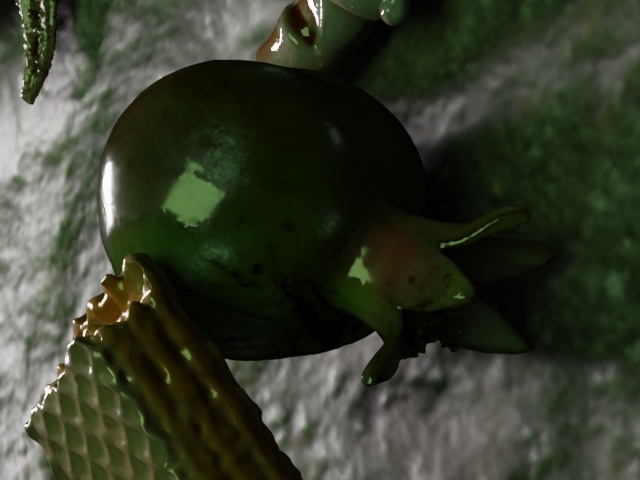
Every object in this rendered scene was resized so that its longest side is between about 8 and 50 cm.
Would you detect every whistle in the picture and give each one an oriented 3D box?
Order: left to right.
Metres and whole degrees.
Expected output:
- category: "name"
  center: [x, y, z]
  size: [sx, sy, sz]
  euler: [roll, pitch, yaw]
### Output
- category: "whistle"
  center: [0.040, -0.142, 0.847]
  size: [0.220, 0.057, 0.107]
  euler: [-52, 50, 37]

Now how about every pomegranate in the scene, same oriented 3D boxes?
- category: "pomegranate"
  center: [0.000, 0.000, 0.818]
  size: [0.191, 0.152, 0.131]
  euler: [25, 100, 26]

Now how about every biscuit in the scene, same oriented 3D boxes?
- category: "biscuit"
  center: [0.005, 0.180, 0.749]
  size: [0.379, 0.054, 0.094]
  euler: [56, 142, 9]

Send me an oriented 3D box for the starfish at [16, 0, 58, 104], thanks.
- category: "starfish"
  center: [-0.184, -0.192, 1.108]
  size: [0.238, 0.057, 0.213]
  euler: [-52, 58, 37]
